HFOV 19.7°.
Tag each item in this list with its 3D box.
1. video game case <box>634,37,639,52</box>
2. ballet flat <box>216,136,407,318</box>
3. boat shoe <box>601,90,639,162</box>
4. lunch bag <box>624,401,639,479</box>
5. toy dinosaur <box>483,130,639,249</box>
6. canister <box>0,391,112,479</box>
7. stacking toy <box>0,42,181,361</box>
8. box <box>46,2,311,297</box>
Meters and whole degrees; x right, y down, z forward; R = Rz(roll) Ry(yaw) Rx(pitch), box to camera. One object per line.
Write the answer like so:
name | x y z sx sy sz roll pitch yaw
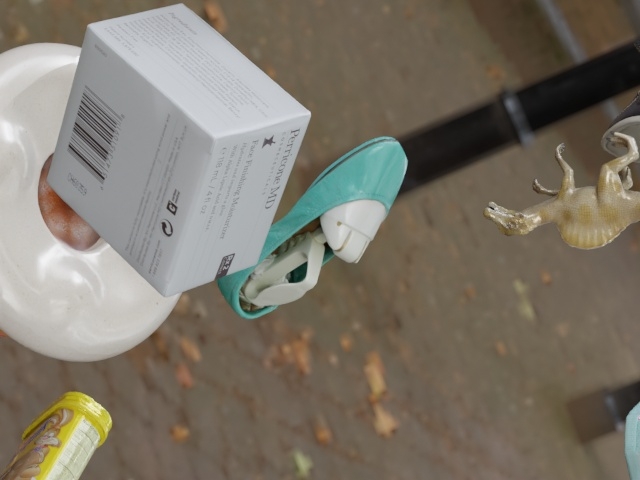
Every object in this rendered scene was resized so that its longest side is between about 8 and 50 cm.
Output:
video game case | 0.473 -0.200 1.890 0.275 0.248 0.035 46 -11 -32
ballet flat | 0.000 0.000 1.793 0.083 0.247 0.087 24 38 -45
boat shoe | 0.330 -0.127 1.676 0.075 0.206 0.065 24 65 -18
lunch bag | 0.385 0.184 1.505 0.262 0.223 0.160 39 58 -56
toy dinosaur | 0.221 -0.031 1.411 0.053 0.183 0.092 58 37 -45
canister | -0.322 0.269 2.130 0.073 0.126 0.170 41 41 -12
stacking toy | -0.409 -0.012 2.129 0.351 0.480 0.350 13 72 -45
box | -0.129 -0.082 1.635 0.119 0.181 0.182 -20 52 -43
